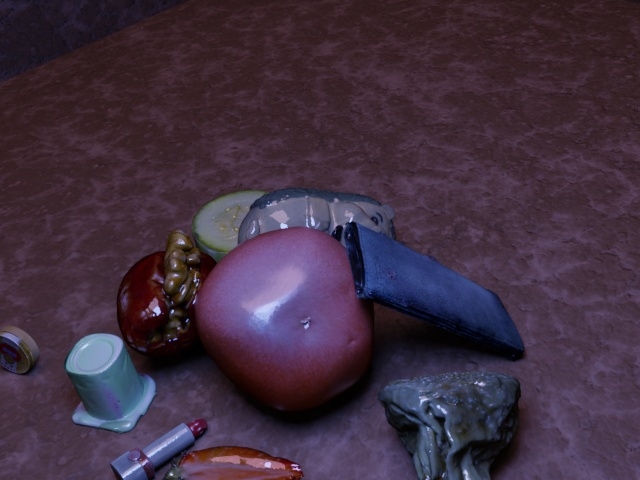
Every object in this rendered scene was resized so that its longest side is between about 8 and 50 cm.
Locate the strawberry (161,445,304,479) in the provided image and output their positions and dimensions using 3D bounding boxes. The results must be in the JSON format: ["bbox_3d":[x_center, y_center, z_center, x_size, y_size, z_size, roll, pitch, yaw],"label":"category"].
[{"bbox_3d":[-0.149,0.412,1.344,0.228,0.098,0.174,-9,19,-17],"label":"strawberry"}]

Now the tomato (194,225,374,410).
[{"bbox_3d":[-0.052,0.135,1.469,0.341,0.273,0.341,0,79,-2],"label":"tomato"}]

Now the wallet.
[{"bbox_3d":[0.214,0.096,1.502,0.379,0.046,0.190,24,31,-26],"label":"wallet"}]

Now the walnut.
[{"bbox_3d":[-0.291,0.106,1.626,0.222,0.244,0.269,16,15,-15],"label":"walnut"}]

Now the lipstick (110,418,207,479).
[{"bbox_3d":[-0.282,0.374,1.454,0.186,0.057,0.063,-31,41,-28],"label":"lipstick"}]

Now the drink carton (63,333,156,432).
[{"bbox_3d":[-0.414,0.264,1.559,0.146,0.142,0.144,3,39,21],"label":"drink carton"}]

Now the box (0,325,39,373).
[{"bbox_3d":[-0.642,0.229,1.691,0.105,0.105,0.037,7,34,23],"label":"box"}]

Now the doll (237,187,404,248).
[{"bbox_3d":[0.000,0.000,1.730,0.350,0.247,0.247,-7,35,-20],"label":"doll"}]

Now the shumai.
[{"bbox_3d":[0.223,0.327,1.332,0.261,0.222,0.225,-5,-5,-45],"label":"shumai"}]

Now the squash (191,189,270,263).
[{"bbox_3d":[-0.188,-0.036,1.962,0.252,0.049,0.252,-7,38,5],"label":"squash"}]
